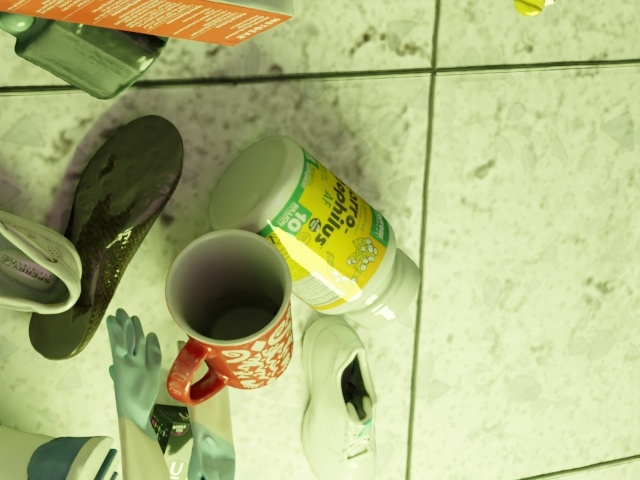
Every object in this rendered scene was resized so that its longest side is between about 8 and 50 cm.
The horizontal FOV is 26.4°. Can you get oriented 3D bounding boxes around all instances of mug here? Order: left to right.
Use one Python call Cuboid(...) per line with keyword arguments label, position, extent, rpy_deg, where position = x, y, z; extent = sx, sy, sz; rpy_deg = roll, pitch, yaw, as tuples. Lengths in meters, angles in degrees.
Cuboid(label="mug", position=(-0.093, 0.082, 1.289), extent=(0.150, 0.113, 0.169), rpy_deg=(-31, 159, -9))

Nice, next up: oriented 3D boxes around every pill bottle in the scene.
Cuboid(label="pill bottle", position=(0.000, 0.000, 1.343), extent=(0.208, 0.117, 0.117), rpy_deg=(40, 86, -31))

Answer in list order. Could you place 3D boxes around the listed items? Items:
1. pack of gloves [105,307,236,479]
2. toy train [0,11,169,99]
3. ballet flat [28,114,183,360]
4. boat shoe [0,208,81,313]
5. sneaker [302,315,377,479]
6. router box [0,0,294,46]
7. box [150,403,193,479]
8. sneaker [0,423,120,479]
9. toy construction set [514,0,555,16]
Cuboid(label="pack of gloves", position=(-0.144, 0.186, 1.268), extent=(0.046, 0.232, 0.195), rpy_deg=(-26, 140, 18))
Cuboid(label="toy train", position=(-0.245, -0.256, 1.084), extent=(0.334, 0.142, 0.190), rpy_deg=(30, 51, -31))
Cuboid(label="ballet flat", position=(-0.201, -0.002, 1.280), extent=(0.084, 0.058, 0.250), rpy_deg=(24, 88, 4))
Cuboid(label="boat shoe", position=(-0.333, -0.004, 1.164), extent=(0.277, 0.096, 0.098), rpy_deg=(17, 97, -18))
Cuboid(label="sneaker", position=(0.030, 0.190, 1.433), extent=(0.080, 0.094, 0.212), rpy_deg=(-19, 114, -23))
Cuboid(label="router box", position=(-0.175, -0.332, 1.023), extent=(0.301, 0.082, 0.335), rpy_deg=(1, 77, -42))
Cuboid(label="box", position=(-0.141, 0.214, 1.376), extent=(0.062, 0.052, 0.083), rpy_deg=(11, 100, -31))
Cuboid(label="sneaker", position=(-0.284, 0.263, 1.280), extent=(0.315, 0.182, 0.127), rpy_deg=(96, 18, -45))
Cuboid(label="toy construction set", position=(0.114, -0.368, 1.235), extent=(0.215, 0.151, 0.328), rpy_deg=(6, 117, 14))
